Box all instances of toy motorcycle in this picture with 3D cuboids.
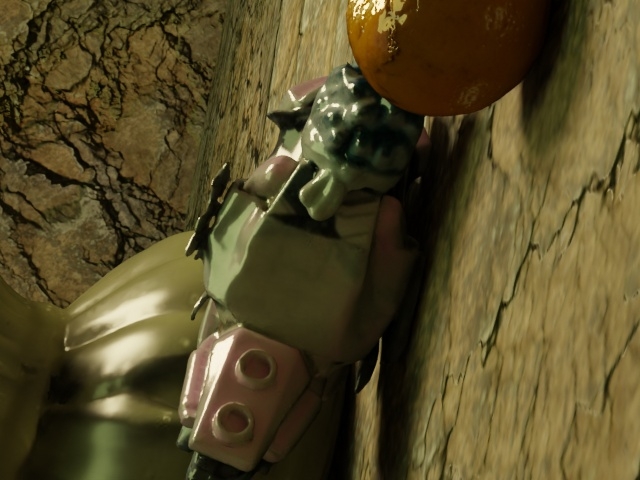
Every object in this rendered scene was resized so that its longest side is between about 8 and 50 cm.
[{"bbox_3d":[-0.006,-0.002,0.792,0.204,0.108,0.239,111,167,-56],"label":"toy motorcycle"}]

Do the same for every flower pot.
[{"bbox_3d":[-0.148,0.121,1.004,0.307,0.244,0.307,-157,90,-78],"label":"flower pot"}]

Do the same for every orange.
[{"bbox_3d":[0.048,-0.085,0.639,0.083,0.070,0.083,-52,28,42],"label":"orange"}]
